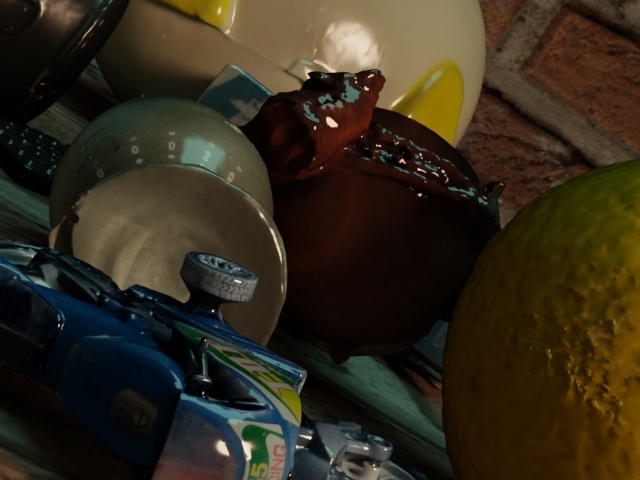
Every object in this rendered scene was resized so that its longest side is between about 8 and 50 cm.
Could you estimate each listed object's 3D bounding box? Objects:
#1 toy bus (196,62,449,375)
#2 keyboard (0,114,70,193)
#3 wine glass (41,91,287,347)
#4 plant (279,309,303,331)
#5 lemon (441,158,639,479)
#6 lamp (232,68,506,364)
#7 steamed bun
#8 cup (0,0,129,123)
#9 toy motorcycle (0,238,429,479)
[{"bbox_3d":[0.021,-0.011,1.476,0.297,0.106,0.131,38,-2,11],"label":"toy bus"},{"bbox_3d":[-0.121,-0.023,1.334,0.310,0.018,0.101,26,12,-48],"label":"keyboard"},{"bbox_3d":[-0.084,-0.008,1.005,0.126,0.126,0.241,33,8,-13],"label":"wine glass"},{"bbox_3d":[0.000,0.000,1.319,0.116,0.122,0.104,29,6,-30],"label":"plant"},{"bbox_3d":[0.205,0.087,1.093,0.293,0.293,0.293,34,7,-5],"label":"lemon"},{"bbox_3d":[0.008,-0.023,1.200,0.223,0.215,0.151,61,37,-16],"label":"lamp"},{"bbox_3d":[-0.030,-0.192,1.697,0.374,0.334,0.334,26,10,-18],"label":"steamed bun"},{"bbox_3d":[-0.225,-0.171,1.281,0.176,0.169,0.223,41,4,-13],"label":"cup"},{"bbox_3d":[-0.073,0.057,0.786,0.254,0.092,0.135,28,13,26],"label":"toy motorcycle"}]
